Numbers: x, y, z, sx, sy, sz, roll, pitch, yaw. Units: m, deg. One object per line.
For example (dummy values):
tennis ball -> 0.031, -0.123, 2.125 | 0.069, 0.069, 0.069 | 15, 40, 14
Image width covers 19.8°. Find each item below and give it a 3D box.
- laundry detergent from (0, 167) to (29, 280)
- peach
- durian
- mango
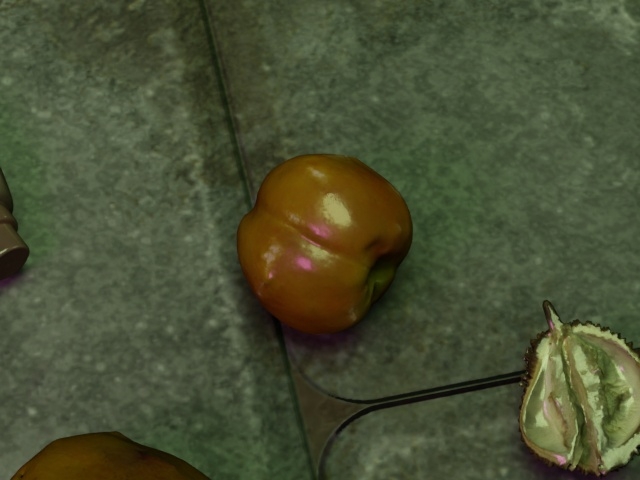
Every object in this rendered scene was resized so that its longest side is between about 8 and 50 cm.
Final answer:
laundry detergent -> -0.350, -0.040, 1.480 | 0.171, 0.076, 0.237 | -33, 65, -18
peach -> 0.000, 0.000, 1.417 | 0.138, 0.138, 0.138 | 0, 57, 0
durian -> 0.193, 0.114, 1.376 | 0.110, 0.071, 0.140 | -18, 72, -5
mango -> -0.117, 0.225, 1.259 | 0.248, 0.151, 0.156 | 35, 30, 24
